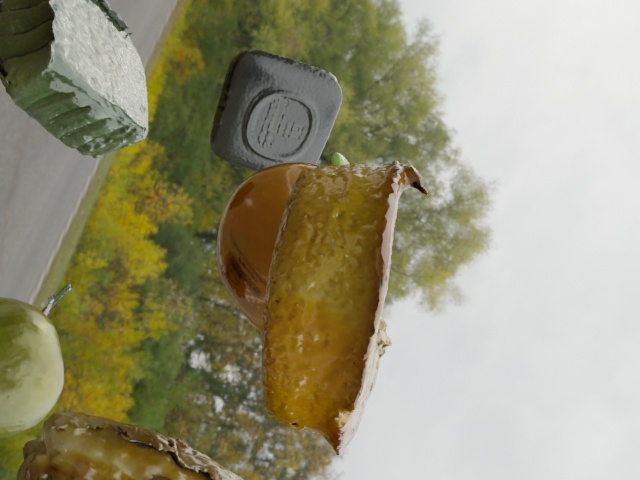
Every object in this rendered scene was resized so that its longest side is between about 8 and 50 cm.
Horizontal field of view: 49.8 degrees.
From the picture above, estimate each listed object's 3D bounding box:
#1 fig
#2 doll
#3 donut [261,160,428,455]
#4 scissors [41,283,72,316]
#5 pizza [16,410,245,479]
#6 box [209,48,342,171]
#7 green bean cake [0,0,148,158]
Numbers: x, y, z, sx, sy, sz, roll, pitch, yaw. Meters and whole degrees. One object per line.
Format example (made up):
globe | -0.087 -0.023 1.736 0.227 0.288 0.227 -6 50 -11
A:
fig | -0.496 0.188 0.992 0.207 0.229 0.207 28 -57 55
doll | 0.000 0.000 0.832 0.213 0.236 0.214 27 -51 38
donut | 0.018 0.050 0.591 0.253 0.118 0.254 6 90 -90
scissors | -0.486 0.144 1.179 0.187 0.020 0.133 -47 179 24
pizza | -0.134 0.321 0.578 0.080 0.434 0.392 -45 -120 42
box | -0.075 -0.200 1.141 0.042 0.201 0.213 -109 -143 -48
green bean cake | -0.353 -0.257 0.987 0.227 0.124 0.223 53 25 -58
